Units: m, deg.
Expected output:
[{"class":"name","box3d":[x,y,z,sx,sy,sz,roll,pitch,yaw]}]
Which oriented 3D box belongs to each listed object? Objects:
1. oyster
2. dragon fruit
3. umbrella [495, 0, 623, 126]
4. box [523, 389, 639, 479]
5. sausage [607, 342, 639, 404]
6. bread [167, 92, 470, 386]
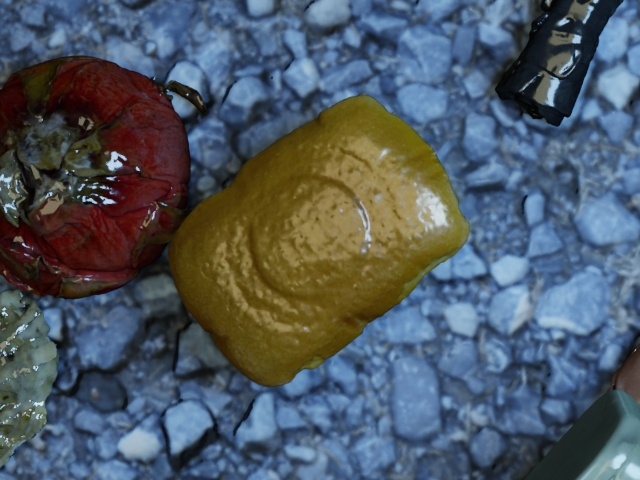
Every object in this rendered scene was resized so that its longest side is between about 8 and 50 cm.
[{"class":"oyster","box3d":[-0.317,0.141,1.592,0.133,0.072,0.209,44,96,11]},{"class":"dragon fruit","box3d":[-0.229,-0.060,1.539,0.223,0.148,0.219,6,87,15]},{"class":"umbrella","box3d":[0.227,-0.208,1.472,0.066,0.059,0.236,29,93,-6]},{"class":"box","box3d":[0.237,0.355,1.339,0.344,0.177,0.352,40,97,-3]},{"class":"sausage","box3d":[0.296,0.079,1.426,0.078,0.078,0.304,31,97,15]},{"class":"bread","box3d":[0.000,0.000,1.488,0.245,0.121,0.174,-36,77,8]}]
